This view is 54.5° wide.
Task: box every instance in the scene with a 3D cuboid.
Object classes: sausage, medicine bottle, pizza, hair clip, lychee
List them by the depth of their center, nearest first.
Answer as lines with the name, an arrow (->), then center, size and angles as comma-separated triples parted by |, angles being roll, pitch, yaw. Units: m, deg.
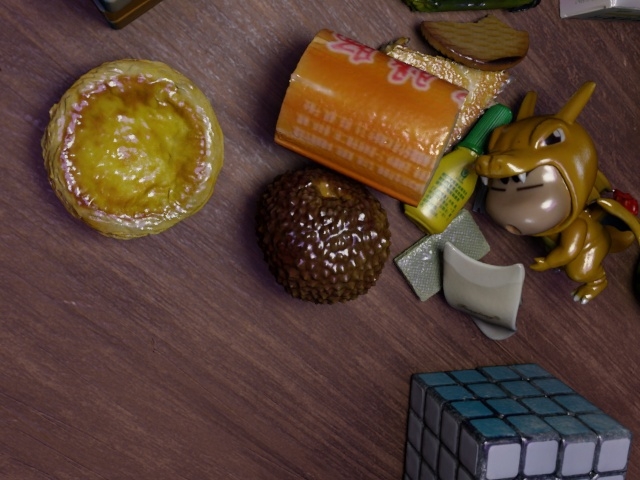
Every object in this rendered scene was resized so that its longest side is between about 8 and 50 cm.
sausage -> 0.094, -0.218, 1.118 | 0.287, 0.233, 0.233 | 26, 94, 3
lychee -> 0.000, 0.000, 1.178 | 0.267, 0.267, 0.268 | -3, 103, -15
pizza -> 0.226, -0.313, 1.258 | 0.287, 0.074, 0.251 | -42, 110, -4
medicine bottle -> 0.297, -0.155, 1.309 | 0.111, 0.076, 0.309 | 38, 89, -21
hair clip -> 0.357, 0.123, 1.332 | 0.113, 0.172, 0.282 | -63, 146, -11
hair clip -> 0.361, -0.116, 1.358 | 0.030, 0.039, 0.115 | 10, 101, -12

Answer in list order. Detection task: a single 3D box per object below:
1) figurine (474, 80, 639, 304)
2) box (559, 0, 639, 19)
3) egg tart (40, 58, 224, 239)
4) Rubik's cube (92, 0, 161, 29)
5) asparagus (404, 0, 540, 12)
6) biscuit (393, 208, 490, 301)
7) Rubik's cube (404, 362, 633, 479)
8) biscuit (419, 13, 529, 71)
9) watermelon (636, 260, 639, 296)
figurine -> 0.498, -0.096, 1.281 | 0.268, 0.401, 0.387 | -21, 114, 30
box -> 0.689, -0.535, 1.285 | 0.332, 0.173, 0.145 | -3, 104, -15
egg tart -> -0.329, -0.159, 1.111 | 0.318, 0.128, 0.319 | -3, 101, -13
Rubik's cube -> -0.284, -0.567, 0.921 | 0.346, 0.344, 0.347 | -37, 110, -7
asparagus -> 0.251, -0.504, 1.206 | 0.381, 0.108, 0.129 | -7, 134, -13
biscuit -> 0.269, 0.031, 1.362 | 0.199, 0.040, 0.121 | -37, 108, -6
Rubik's cube -> 0.399, 0.490, 1.337 | 0.336, 0.344, 0.344 | 0, 101, -17
biscuit -> 0.307, -0.402, 1.242 | 0.228, 0.031, 0.176 | 19, 52, -3
watermelon -> 0.880, 0.084, 1.425 | 0.284, 0.285, 0.285 | -3, 103, -15
